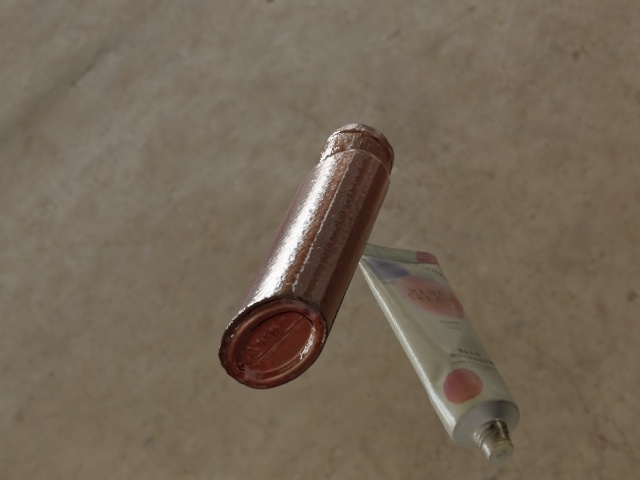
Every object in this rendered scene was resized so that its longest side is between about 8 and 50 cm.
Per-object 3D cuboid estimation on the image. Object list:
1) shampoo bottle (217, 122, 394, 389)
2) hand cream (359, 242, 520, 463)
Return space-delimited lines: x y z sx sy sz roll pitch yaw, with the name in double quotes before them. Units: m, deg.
"shampoo bottle" 0.000 0.000 1.155 0.102 0.064 0.260 -45 12 37
"hand cream" 0.139 0.115 1.692 0.078 0.124 0.340 -62 35 32
